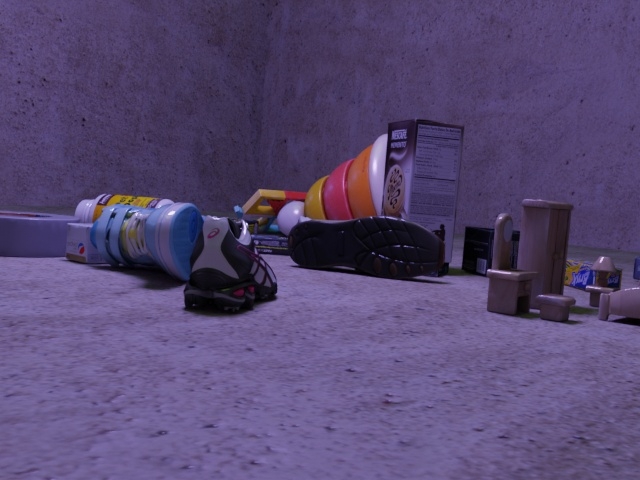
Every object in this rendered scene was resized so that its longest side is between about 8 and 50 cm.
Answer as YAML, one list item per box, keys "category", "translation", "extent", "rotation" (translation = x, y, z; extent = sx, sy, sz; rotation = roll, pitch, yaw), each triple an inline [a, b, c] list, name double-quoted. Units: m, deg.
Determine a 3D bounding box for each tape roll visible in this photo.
- category: "tape roll"
  translation: [-0.578, -0.015, 1.541]
  extent: [0.219, 0.072, 0.219]
  rotation: [5, 3, 0]

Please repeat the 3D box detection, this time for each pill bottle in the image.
- category: "pill bottle"
  translation: [-0.424, -0.040, 1.754]
  extent: [0.214, 0.117, 0.117]
  rotation: [5, 4, 17]

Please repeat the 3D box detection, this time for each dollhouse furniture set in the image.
- category: "dollhouse furniture set"
  translation: [0.476, 0.037, 1.203]
  extent: [0.355, 0.174, 0.303]
  rotation: [7, 5, 37]

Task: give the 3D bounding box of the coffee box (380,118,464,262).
- category: "coffee box"
  translation: [0.216, -0.110, 1.755]
  extent: [0.118, 0.297, 0.168]
  rotation: [4, 3, -16]

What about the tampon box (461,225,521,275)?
- category: "tampon box"
  translation: [0.419, 0.028, 1.801]
  extent: [0.160, 0.102, 0.120]
  rotation: [4, 4, -19]

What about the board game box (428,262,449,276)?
- category: "board game box"
  translation: [0.175, 0.052, 1.731]
  extent: [0.186, 0.026, 0.126]
  rotation: [6, 4, 19]

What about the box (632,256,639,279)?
- category: "box"
  translation: [0.878, 0.081, 1.853]
  extent: [0.183, 0.059, 0.232]
  rotation: [2, 5, -30]

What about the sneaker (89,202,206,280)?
- category: "sneaker"
  translation: [-0.299, -0.004, 1.330]
  extent: [0.208, 0.127, 0.319]
  rotation: [6, -6, 1]

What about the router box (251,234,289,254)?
- category: "router box"
  translation: [-0.111, 0.011, 1.927]
  extent: [0.122, 0.038, 0.092]
  rotation: [4, 4, -9]

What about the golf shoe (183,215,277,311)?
- category: "golf shoe"
  translation: [-0.115, 0.025, 1.124]
  extent: [0.105, 0.120, 0.273]
  rotation: [3, 2, 3]

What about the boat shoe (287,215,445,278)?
- category: "boat shoe"
  translation: [0.096, 0.008, 1.624]
  extent: [0.323, 0.123, 0.120]
  rotation: [7, 1, 24]

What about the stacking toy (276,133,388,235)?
- category: "stacking toy"
  translation: [0.072, -0.109, 2.452]
  extent: [0.479, 0.351, 0.350]
  rotation: [-11, -5, 31]

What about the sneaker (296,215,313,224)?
- category: "sneaker"
  translation: [0.000, 0.000, 2.001]
  extent: [0.115, 0.090, 0.232]
  rotation: [10, 11, -16]

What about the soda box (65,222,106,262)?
- category: "soda box"
  translation: [-0.366, 0.005, 1.509]
  extent: [0.073, 0.069, 0.216]
  rotation: [7, 4, 41]

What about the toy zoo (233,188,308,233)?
- category: "toy zoo"
  translation: [-0.145, -0.090, 2.598]
  extent: [0.293, 0.030, 0.192]
  rotation: [2, -37, -33]

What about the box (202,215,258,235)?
- category: "box"
  translation: [-0.328, -0.035, 2.226]
  extent: [0.270, 0.060, 0.216]
  rotation: [5, 3, 11]

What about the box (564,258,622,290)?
- category: "box"
  translation: [0.548, 0.072, 1.644]
  extent: [0.059, 0.054, 0.169]
  rotation: [4, 3, -10]
